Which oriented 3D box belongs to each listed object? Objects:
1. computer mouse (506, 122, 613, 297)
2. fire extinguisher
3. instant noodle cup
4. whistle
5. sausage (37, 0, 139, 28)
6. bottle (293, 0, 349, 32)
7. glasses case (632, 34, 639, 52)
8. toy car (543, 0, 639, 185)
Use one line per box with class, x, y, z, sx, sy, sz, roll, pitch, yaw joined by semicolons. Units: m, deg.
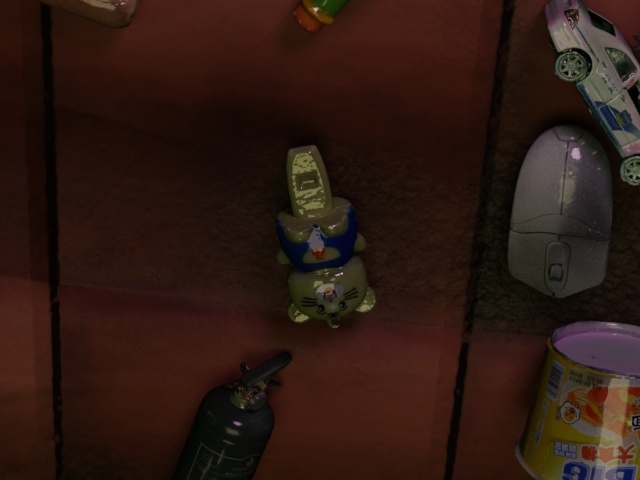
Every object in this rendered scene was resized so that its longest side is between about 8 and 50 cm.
computer mouse;0.263;-0.018;1.548;0.113;0.068;0.229;6;122;12
fire extinguisher;-0.121;0.271;1.743;0.114;0.095;0.311;-7;129;-40
instant noodle cup;0.325;0.187;1.593;0.205;0.205;0.153;4;108;5
whistle;0.000;0.000;1.589;0.105;0.085;0.227;-9;116;1
sausage;-0.338;-0.294;1.493;0.301;0.066;0.065;16;118;-3
bottle;0.042;-0.287;1.446;0.069;0.069;0.187;40;116;-13
glasses case;0.474;-0.167;1.450;0.308;0.083;0.128;34;110;-10
toy car;0.306;-0.157;1.470;0.076;0.090;0.224;-30;110;17
